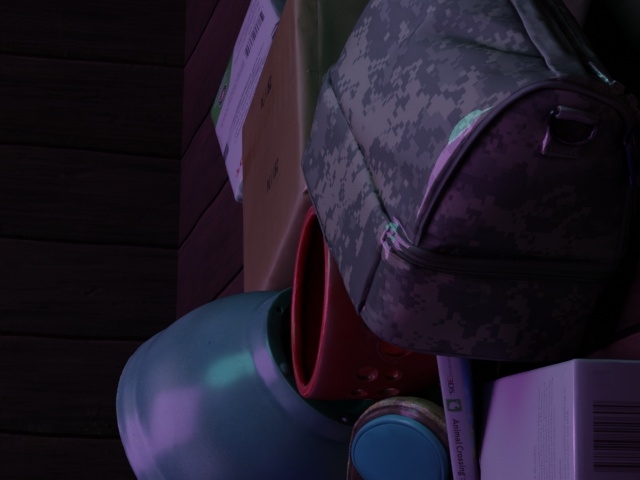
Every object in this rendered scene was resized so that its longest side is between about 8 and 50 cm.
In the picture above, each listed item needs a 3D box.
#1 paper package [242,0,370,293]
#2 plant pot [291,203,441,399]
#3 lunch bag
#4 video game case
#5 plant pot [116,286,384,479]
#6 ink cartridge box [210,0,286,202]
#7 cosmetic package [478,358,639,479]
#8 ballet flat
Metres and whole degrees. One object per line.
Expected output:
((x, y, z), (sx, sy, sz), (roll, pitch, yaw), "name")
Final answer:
((0.022, -0.090, 2.038), (0.325, 0.168, 0.309), (112, 159, -57), "paper package")
((0.069, 0.062, 1.760), (0.191, 0.174, 0.191), (-176, 90, -77), "plant pot")
((0.129, -0.083, 1.450), (0.305, 0.212, 0.256), (-108, 28, -52), "lunch bag")
((0.129, 0.108, 1.572), (0.212, 0.023, 0.193), (-74, -22, -57), "video game case")
((-0.038, 0.169, 1.919), (0.196, 0.293, 0.293), (-43, 39, 37), "plant pot")
((-0.042, -0.184, 2.377), (0.289, 0.121, 0.211), (-109, 39, -61), "ink cartridge box")
((0.192, 0.157, 1.393), (0.231, 0.085, 0.117), (144, 128, -77), "cosmetic package")
((0.087, 0.227, 1.782), (0.348, 0.123, 0.123), (106, 163, -53), "ballet flat")
